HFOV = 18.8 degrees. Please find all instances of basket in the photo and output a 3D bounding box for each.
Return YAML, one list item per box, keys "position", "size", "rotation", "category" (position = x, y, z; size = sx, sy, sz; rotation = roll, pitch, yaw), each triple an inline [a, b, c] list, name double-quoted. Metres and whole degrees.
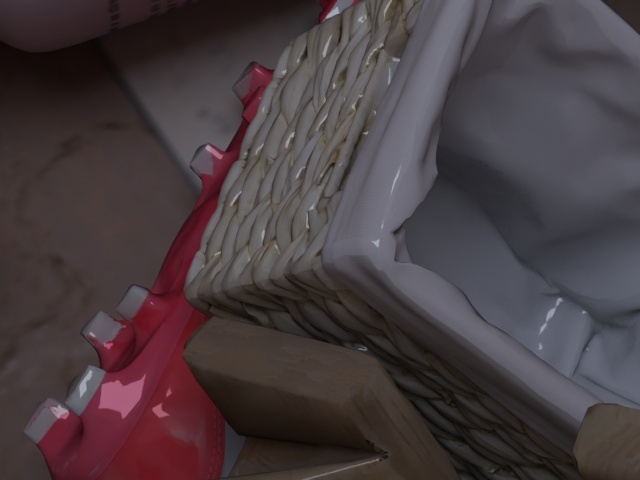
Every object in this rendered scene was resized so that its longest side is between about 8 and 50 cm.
- position: [0.058, 0.009, 0.563]
  size: [0.167, 0.103, 0.113]
  rotation: [36, 61, -26]
  category: "basket"

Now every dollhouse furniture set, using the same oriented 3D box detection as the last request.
- position: [0.060, 0.257, 0.403]
  size: [0.394, 0.256, 0.362]
  rotation: [9, 52, 42]
  category: "dollhouse furniture set"

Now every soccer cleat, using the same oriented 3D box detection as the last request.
- position: [0.000, 0.000, 0.634]
  size: [0.095, 0.083, 0.248]
  rotation: [40, 59, -13]
  category: "soccer cleat"

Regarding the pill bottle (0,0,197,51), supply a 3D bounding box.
- position: [-0.064, -0.160, 0.666]
  size: [0.283, 0.160, 0.160]
  rotation: [-22, 63, -9]
  category: "pill bottle"
